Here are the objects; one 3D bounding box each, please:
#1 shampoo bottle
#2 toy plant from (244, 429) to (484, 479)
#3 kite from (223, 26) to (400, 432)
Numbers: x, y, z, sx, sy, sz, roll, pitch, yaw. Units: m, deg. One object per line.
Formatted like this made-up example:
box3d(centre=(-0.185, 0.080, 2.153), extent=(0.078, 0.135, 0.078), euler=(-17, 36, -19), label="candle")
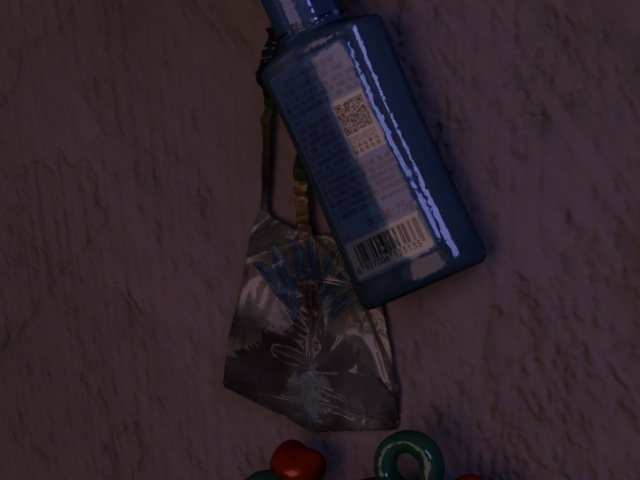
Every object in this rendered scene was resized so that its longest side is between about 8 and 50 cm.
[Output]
box3d(centre=(0.023, -0.086, 1.113), extent=(0.104, 0.061, 0.258), euler=(-25, 87, 34), label="shampoo bottle")
box3d(centre=(0.007, 0.322, 1.157), extent=(0.279, 0.185, 0.400), euler=(41, 117, 51), label="toy plant")
box3d(centre=(0.001, 0.000, 1.197), extent=(0.169, 0.015, 0.310), euler=(16, 110, 35), label="kite")
